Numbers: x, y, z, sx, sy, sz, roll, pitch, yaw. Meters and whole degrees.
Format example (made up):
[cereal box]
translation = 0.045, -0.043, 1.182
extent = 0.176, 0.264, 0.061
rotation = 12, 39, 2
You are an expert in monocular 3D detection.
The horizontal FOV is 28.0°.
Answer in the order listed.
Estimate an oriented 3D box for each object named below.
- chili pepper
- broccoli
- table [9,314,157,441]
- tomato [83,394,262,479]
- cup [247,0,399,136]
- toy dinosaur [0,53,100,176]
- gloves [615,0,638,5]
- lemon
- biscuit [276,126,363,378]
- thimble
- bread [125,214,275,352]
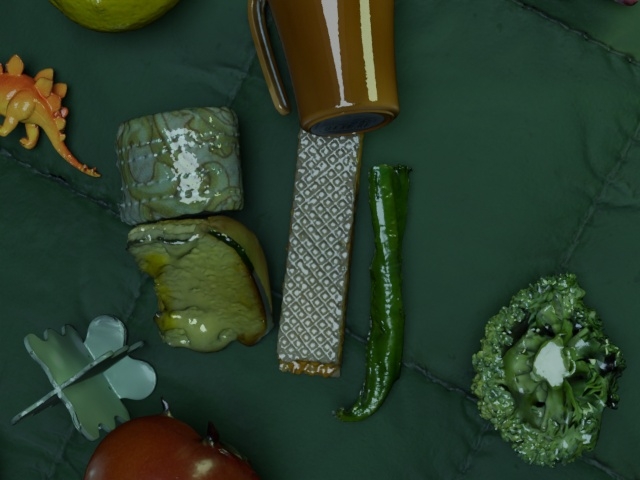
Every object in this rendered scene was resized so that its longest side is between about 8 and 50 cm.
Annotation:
[chili pepper]
translation = 0.081, 0.074, 1.745
extent = 0.076, 0.085, 0.359
rotation = 8, 92, 35
[broccoli]
translation = 0.298, 0.164, 1.674
extent = 0.197, 0.176, 0.226
rotation = 23, 108, 2
[table]
translation = -0.327, 0.189, 1.735
extent = 0.166, 0.198, 0.167
rotation = 0, 91, 8
[tomato]
translation = -0.193, 0.345, 1.690
extent = 0.255, 0.256, 0.224
rotation = 26, 69, 6
[cup]
translation = 0.003, -0.273, 1.693
extent = 0.226, 0.182, 0.264
rotation = -15, 78, 38
[toy dinosaur]
translation = -0.419, -0.198, 1.810
extent = 0.288, 0.070, 0.117
rotation = 29, 94, 1
[gloves]
translation = 0.354, -0.420, 1.688
extent = 0.145, 0.126, 0.241
rotation = -28, 80, 2
[lemon]
translation = -0.276, -0.375, 1.725
extent = 0.231, 0.192, 0.192
rotation = -22, 88, 3
[biscuit]
translation = 0.000, 0.000, 1.765
extent = 0.094, 0.054, 0.379
rotation = 7, 91, 7
[thimble]
translation = -0.198, -0.100, 1.750
extent = 0.190, 0.137, 0.144
rotation = -8, 90, 25
[bread]
translation = -0.158, 0.034, 1.751
extent = 0.174, 0.252, 0.133
rotation = -8, 46, 8
